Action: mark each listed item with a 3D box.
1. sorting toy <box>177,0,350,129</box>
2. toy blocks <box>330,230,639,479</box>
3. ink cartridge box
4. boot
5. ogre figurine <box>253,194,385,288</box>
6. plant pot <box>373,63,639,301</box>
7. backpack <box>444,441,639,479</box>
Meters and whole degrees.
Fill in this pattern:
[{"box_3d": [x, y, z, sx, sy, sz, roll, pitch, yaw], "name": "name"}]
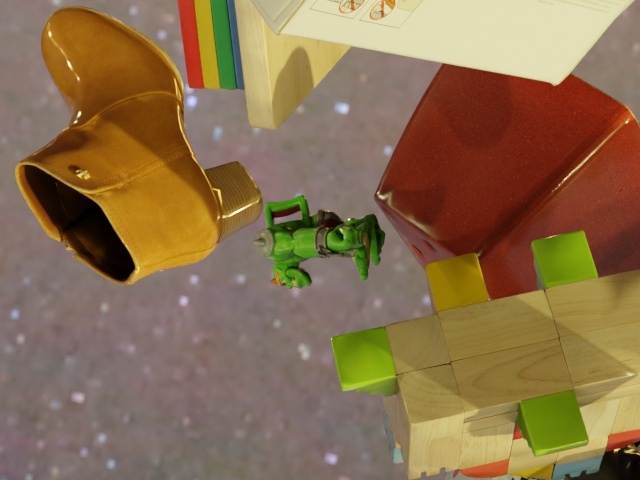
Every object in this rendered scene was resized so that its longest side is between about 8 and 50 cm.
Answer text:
[{"box_3d": [-0.045, -0.264, 1.606, 0.089, 0.257, 0.255, 5, -151, 21], "name": "sorting toy"}, {"box_3d": [0.207, 0.139, 1.721, 0.381, 0.261, 0.190, -12, -115, -4], "name": "toy blocks"}, {"box_3d": [0.038, -0.251, 1.215, 0.309, 0.130, 0.272, 2, -134, -51], "name": "ink cartridge box"}, {"box_3d": [-0.199, -0.092, 1.648, 0.295, 0.104, 0.211, 46, -147, 16], "name": "boot"}, {"box_3d": [0.000, 0.000, 2.005, 0.118, 0.097, 0.197, -1, -160, 11], "name": "ogre figurine"}, {"box_3d": [0.222, -0.045, 2.134, 0.267, 0.236, 0.267, 39, 170, 43], "name": "plant pot"}, {"box_3d": [0.231, 0.312, 2.027, 0.213, 0.263, 0.276, 19, -167, 1], "name": "backpack"}]
